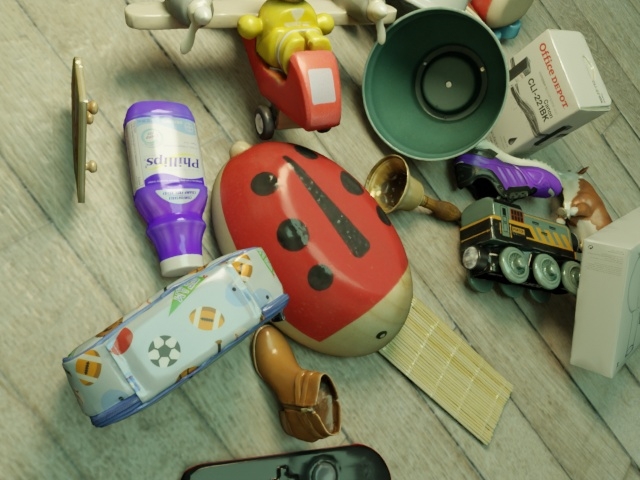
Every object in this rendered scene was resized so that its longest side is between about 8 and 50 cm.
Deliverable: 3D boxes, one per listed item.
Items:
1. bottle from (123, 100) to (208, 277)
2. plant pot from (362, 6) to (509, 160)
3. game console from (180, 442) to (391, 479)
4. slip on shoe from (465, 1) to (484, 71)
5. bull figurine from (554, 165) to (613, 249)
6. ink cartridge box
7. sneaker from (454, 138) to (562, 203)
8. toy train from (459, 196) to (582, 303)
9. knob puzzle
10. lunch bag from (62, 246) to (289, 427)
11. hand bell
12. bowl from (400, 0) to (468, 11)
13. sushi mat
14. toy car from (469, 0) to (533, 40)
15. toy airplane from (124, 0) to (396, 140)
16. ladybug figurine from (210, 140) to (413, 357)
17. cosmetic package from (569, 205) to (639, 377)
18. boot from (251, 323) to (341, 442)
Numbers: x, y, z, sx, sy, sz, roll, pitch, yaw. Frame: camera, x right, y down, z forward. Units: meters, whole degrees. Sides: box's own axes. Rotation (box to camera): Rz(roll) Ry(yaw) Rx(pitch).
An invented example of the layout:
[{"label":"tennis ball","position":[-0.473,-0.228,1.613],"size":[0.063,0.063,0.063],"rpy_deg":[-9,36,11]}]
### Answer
[{"label":"bottle","position":[-0.245,-0.084,0.841],"size":[0.118,0.092,0.283],"rpy_deg":[-4,75,-30]},{"label":"plant pot","position":[0.258,-0.332,1.106],"size":[0.293,0.293,0.196],"rpy_deg":[55,31,0]},{"label":"game console","position":[-0.032,0.518,0.762],"size":[0.341,0.060,0.387],"rpy_deg":[4,70,-27]},{"label":"slip on shoe","position":[0.352,-0.551,1.308],"size":[0.101,0.123,0.331],"rpy_deg":[-31,83,-36]},{"label":"bull figurine","position":[0.657,-0.038,1.291],"size":[0.188,0.101,0.311],"rpy_deg":[-27,86,-29]},{"label":"ink cartridge box","position":[0.492,-0.323,1.202],"size":[0.114,0.273,0.197],"rpy_deg":[-9,76,-30]},{"label":"sneaker","position":[0.433,-0.123,1.212],"size":[0.293,0.102,0.146],"rpy_deg":[17,70,-16]},{"label":"toy train","position":[0.448,0.024,1.133],"size":[0.333,0.142,0.191],"rpy_deg":[11,69,-24]},{"label":"knob puzzle","position":[-0.352,-0.181,0.773],"size":[0.029,0.213,0.213],"rpy_deg":[-3,74,-28]},{"label":"lunch bag","position":[-0.190,0.125,0.715],"size":[0.303,0.243,0.115],"rpy_deg":[-30,89,-26]},{"label":"hand bell","position":[0.222,-0.081,1.092],"size":[0.241,0.126,0.126],"rpy_deg":[17,65,-34]},{"label":"bowl","position":[0.219,-0.595,1.150],"size":[0.297,0.134,0.298],"rpy_deg":[24,24,-12]},{"label":"sushi mat","position":[0.249,0.248,1.026],"size":[0.316,0.019,0.151],"rpy_deg":[42,60,-9]},{"label":"toy car","position":[0.429,-0.671,1.369],"size":[0.238,0.219,0.210],"rpy_deg":[39,54,23]},{"label":"toy airplane","position":[-0.075,-0.399,0.903],"size":[0.384,0.272,0.386],"rpy_deg":[28,56,0]},{"label":"ladybug figurine","position":[0.000,0.000,0.899],"size":[0.449,0.162,0.305],"rpy_deg":[47,59,-5]},{"label":"cosmetic package","position":[0.692,0.096,1.160],"size":[0.377,0.097,0.285],"rpy_deg":[-19,116,-40]},{"label":"boot","position":[-0.034,0.215,0.810],"size":[0.072,0.152,0.197],"rpy_deg":[-19,82,-31]}]
